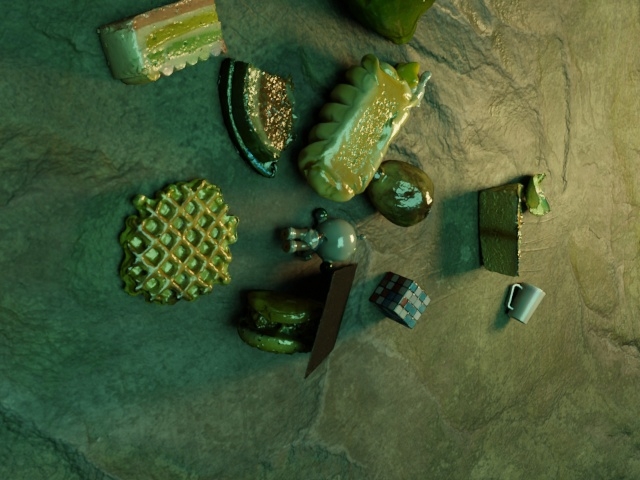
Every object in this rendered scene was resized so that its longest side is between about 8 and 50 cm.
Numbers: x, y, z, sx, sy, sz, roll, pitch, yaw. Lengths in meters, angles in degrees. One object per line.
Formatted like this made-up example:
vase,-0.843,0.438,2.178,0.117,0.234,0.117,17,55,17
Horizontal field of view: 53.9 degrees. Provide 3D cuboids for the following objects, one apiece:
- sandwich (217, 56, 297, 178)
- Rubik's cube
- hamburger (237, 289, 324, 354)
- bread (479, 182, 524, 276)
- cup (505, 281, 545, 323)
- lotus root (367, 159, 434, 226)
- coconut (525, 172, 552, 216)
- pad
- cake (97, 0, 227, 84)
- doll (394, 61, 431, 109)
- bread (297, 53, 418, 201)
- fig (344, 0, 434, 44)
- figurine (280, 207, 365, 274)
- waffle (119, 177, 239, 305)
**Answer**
sandwich,-0.108,-0.233,1.216,0.159,0.079,0.235,-12,110,-34
Rubik's cube,0.195,0.145,1.541,0.092,0.092,0.092,44,76,-37
hamburger,-0.073,0.170,1.298,0.186,0.177,0.113,10,89,-52
bread,0.538,-0.040,1.717,0.178,0.135,0.240,-18,110,-33
cup,0.600,0.178,1.876,0.104,0.074,0.116,31,88,-14
lotus root,0.176,-0.117,1.434,0.214,0.138,0.138,36,81,-37
coconut,0.616,-0.129,1.794,0.158,0.055,0.133,33,56,-53
pad,0.028,0.158,1.342,0.330,0.004,0.219,-1,107,-79
cake,-0.251,-0.346,1.074,0.225,0.090,0.109,-30,115,-28
doll,0.210,-0.350,1.434,0.135,0.072,0.113,-37,130,-28
bread,0.066,-0.230,1.320,0.173,0.121,0.311,39,79,-33
fig,0.145,-0.489,1.284,0.206,0.206,0.275,-50,155,-15
figurine,0.000,0.000,1.360,0.197,0.093,0.147,-2,82,-29
waffle,-0.261,0.004,1.192,0.243,0.059,0.237,-12,107,-36
